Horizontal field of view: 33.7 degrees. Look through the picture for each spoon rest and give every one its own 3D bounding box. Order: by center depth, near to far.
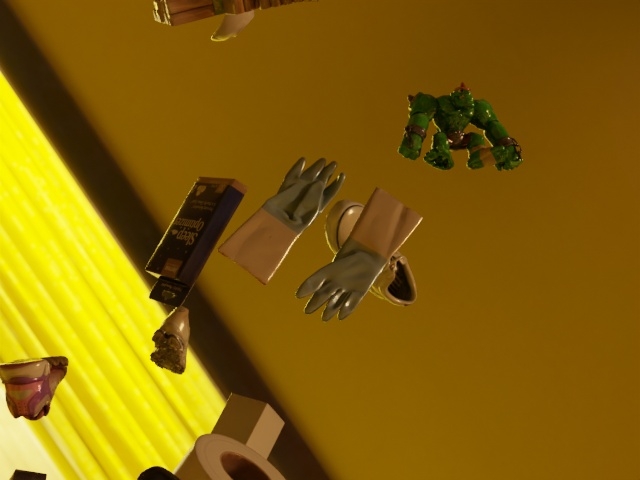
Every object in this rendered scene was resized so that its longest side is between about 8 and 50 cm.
[{"bbox_3d":[-0.168,-0.548,2.401,0.276,0.084,0.137,-34,19,45],"label":"spoon rest"}]

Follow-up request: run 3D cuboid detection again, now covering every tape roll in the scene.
[{"bbox_3d":[-0.186,0.515,2.044,0.169,0.246,0.246,-54,0,11],"label":"tape roll"}]

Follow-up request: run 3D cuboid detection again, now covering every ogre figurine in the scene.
[{"bbox_3d":[0.199,-0.163,1.560,0.197,0.118,0.097,-7,-28,-7],"label":"ogre figurine"}]

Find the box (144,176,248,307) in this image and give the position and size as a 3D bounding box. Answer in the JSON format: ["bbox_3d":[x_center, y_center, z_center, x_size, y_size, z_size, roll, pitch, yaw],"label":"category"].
[{"bbox_3d":[-0.214,-0.002,1.733,0.136,0.036,0.225,8,68,58],"label":"box"}]

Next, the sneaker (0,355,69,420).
[{"bbox_3d":[-0.486,0.251,1.797,0.095,0.105,0.236,-8,-2,-2],"label":"sneaker"}]

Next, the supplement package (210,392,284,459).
[{"bbox_3d":[-0.177,0.450,2.361,0.105,0.105,0.179,11,60,34],"label":"supplement package"}]

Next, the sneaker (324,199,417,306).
[{"bbox_3d":[0.095,0.021,1.754,0.091,0.258,0.094,23,73,39],"label":"sneaker"}]

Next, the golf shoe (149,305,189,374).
[{"bbox_3d":[-0.249,0.174,1.828,0.176,0.069,0.086,115,180,-61],"label":"golf shoe"}]

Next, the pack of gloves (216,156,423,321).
[{"bbox_3d":[0.000,0.000,1.463,0.232,0.195,0.046,-51,-10,-31],"label":"pack of gloves"}]

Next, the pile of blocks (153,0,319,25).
[{"bbox_3d":[-0.132,-0.478,1.905,0.362,0.113,0.149,-9,22,-1],"label":"pile of blocks"}]

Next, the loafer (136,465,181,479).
[{"bbox_3d":[-0.183,0.392,1.440,0.076,0.223,0.078,-32,-31,-16],"label":"loafer"}]

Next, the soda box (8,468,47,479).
[{"bbox_3d":[-0.509,0.479,1.798,0.053,0.060,0.169,127,150,-46],"label":"soda box"}]
